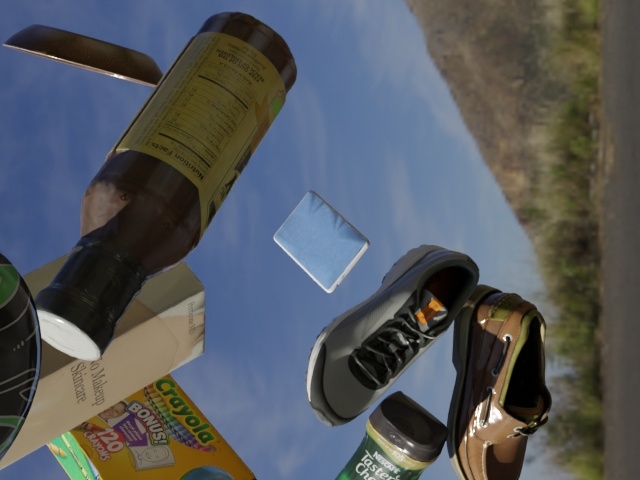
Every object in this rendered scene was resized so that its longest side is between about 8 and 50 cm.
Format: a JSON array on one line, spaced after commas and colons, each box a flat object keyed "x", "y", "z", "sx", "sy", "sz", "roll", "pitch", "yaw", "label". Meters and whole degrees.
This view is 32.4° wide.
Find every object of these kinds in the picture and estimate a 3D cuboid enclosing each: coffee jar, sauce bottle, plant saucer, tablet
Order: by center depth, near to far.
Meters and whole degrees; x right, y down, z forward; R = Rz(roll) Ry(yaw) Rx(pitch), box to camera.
[{"x": 0.000, "y": 0.000, "z": 0.907, "sx": 0.054, "sy": 0.083, "sz": 0.006, "roll": -51, "pitch": -39, "yaw": 6, "label": "tablet"}, {"x": -0.138, "y": -0.052, "z": 0.971, "sx": 0.344, "sy": 0.111, "sz": 0.111, "roll": -60, "pitch": -26, "yaw": -29, "label": "sauce bottle"}, {"x": -0.273, "y": -0.221, "z": 1.311, "sx": 0.198, "sy": 0.198, "sz": 0.036, "roll": -1, "pitch": -73, "yaw": -77, "label": "plant saucer"}, {"x": 0.081, "y": 0.279, "z": 1.362, "sx": 0.079, "sy": 0.096, "sz": 0.184, "roll": -20, "pitch": -39, "yaw": -56, "label": "coffee jar"}]

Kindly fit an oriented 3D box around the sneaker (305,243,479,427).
[{"x": 0.084, "y": 0.106, "z": 1.302, "sx": 0.271, "sy": 0.100, "sz": 0.108, "roll": -48, "pitch": 16, "yaw": -18, "label": "sneaker"}]

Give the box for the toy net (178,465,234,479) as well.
[{"x": -0.142, "y": 0.306, "z": 1.001, "sx": 0.232, "sy": 0.045, "sz": 0.122, "roll": -33, "pitch": -87, "yaw": -38, "label": "toy net"}]

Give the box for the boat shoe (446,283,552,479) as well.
[{"x": 0.230, "y": 0.210, "z": 1.395, "sx": 0.110, "sy": 0.104, "sz": 0.307, "roll": -28, "pitch": -58, "yaw": -36, "label": "boat shoe"}]

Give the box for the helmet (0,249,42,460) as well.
[{"x": -0.215, "y": 0.057, "z": 0.530, "sx": 0.161, "sy": 0.169, "sz": 0.169, "roll": 24, "pitch": -117, "yaw": -36, "label": "helmet"}]

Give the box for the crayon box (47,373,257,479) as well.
[{"x": -0.226, "y": 0.265, "z": 1.390, "sx": 0.165, "sy": 0.278, "sz": 0.081, "roll": -18, "pitch": -45, "yaw": -35, "label": "crayon box"}]

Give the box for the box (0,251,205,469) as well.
[{"x": -0.281, "y": 0.116, "z": 1.164, "sx": 0.311, "sy": 0.121, "sz": 0.148, "roll": -29, "pitch": -28, "yaw": -23, "label": "box"}]
